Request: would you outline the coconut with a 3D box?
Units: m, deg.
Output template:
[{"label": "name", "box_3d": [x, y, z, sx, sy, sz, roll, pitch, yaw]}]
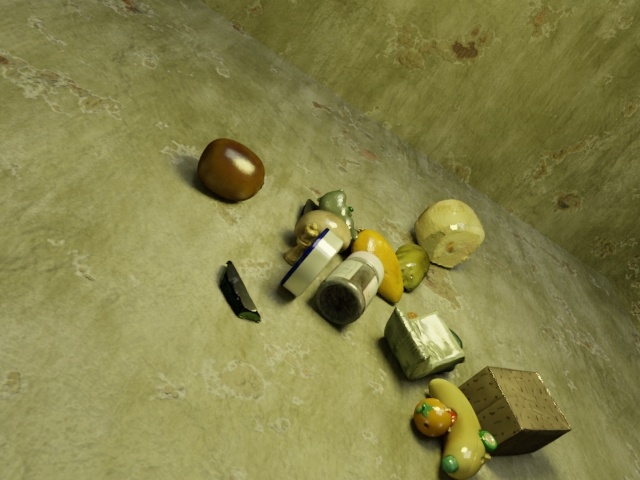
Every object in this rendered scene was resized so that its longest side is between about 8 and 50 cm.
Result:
[{"label": "coconut", "box_3d": [0.582, -0.049, 2.396, 0.297, 0.297, 0.254, 22, 35, -26]}]

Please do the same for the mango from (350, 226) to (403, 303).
[{"label": "mango", "box_3d": [0.214, 0.089, 1.947, 0.176, 0.119, 0.316, -31, 89, -44]}]

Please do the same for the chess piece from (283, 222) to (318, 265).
[{"label": "chess piece", "box_3d": [-0.059, 0.008, 1.742, 0.060, 0.172, 0.060, 25, 33, -18]}]

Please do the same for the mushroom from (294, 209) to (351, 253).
[{"label": "mushroom", "box_3d": [0.000, 0.000, 1.832, 0.204, 0.204, 0.204, 27, 32, -18]}]

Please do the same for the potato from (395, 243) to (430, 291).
[{"label": "potato", "box_3d": [0.385, 0.094, 2.114, 0.160, 0.111, 0.271, 59, 25, -7]}]

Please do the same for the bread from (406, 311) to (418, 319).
[{"label": "bread", "box_3d": [0.301, 0.288, 1.870, 0.157, 0.044, 0.052, -4, 44, -50]}]

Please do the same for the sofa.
[{"label": "sofa", "box_3d": [0.346, 0.315, 1.694, 0.226, 0.176, 0.210, -10, 52, -21]}]

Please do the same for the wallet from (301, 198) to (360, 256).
[{"label": "wallet", "box_3d": [0.085, -0.018, 2.054, 0.378, 0.051, 0.197, 31, 32, -15]}]

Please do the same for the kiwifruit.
[{"label": "kiwifruit", "box_3d": [-0.302, -0.240, 1.807, 0.234, 0.196, 0.196, 23, 33, -23]}]

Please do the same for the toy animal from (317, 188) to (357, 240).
[{"label": "toy animal", "box_3d": [0.069, -0.078, 1.986, 0.138, 0.108, 0.236, -5, 62, -12]}]

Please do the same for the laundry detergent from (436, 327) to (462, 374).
[{"label": "laundry detergent", "box_3d": [0.420, 0.389, 1.832, 0.144, 0.078, 0.222, 40, 32, 7]}]

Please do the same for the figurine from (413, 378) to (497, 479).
[{"label": "figurine", "box_3d": [0.371, 0.541, 1.533, 0.222, 0.124, 0.324, 21, 31, -22]}]

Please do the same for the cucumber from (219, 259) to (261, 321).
[{"label": "cucumber", "box_3d": [-0.242, 0.142, 1.496, 0.071, 0.046, 0.220, -9, 54, -42]}]

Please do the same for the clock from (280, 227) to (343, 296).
[{"label": "clock", "box_3d": [-0.025, 0.069, 1.634, 0.083, 0.230, 0.230, 40, 30, 3]}]

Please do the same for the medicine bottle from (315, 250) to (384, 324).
[{"label": "medicine bottle", "box_3d": [0.105, 0.150, 1.733, 0.165, 0.165, 0.273, 41, 29, 5]}]

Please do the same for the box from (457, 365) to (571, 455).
[{"label": "box", "box_3d": [0.613, 0.555, 1.698, 0.297, 0.190, 0.225, 14, 39, -35]}]
